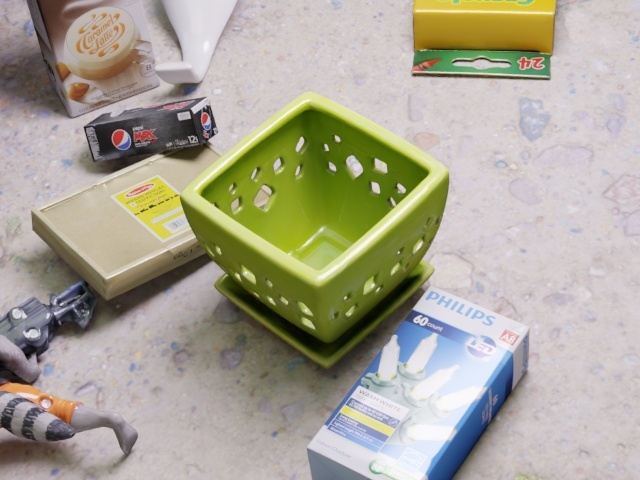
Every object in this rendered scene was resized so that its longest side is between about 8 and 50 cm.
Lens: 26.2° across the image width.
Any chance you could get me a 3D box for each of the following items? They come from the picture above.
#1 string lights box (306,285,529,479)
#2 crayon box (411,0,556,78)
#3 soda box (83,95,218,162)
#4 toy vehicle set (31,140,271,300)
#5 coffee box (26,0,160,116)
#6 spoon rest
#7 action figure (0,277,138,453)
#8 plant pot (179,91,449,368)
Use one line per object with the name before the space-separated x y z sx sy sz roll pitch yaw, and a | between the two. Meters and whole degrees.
string lights box | 0.112 0.181 1.517 0.133 0.076 0.259 22 54 26
crayon box | 0.242 -0.369 1.994 0.202 0.081 0.318 2 49 8
soda box | -0.225 -0.147 1.823 0.169 0.053 0.060 -6 20 23
toy vehicle set | -0.207 -0.034 1.740 0.267 0.035 0.166 -27 49 -31
coffee box | -0.320 -0.307 1.889 0.141 0.246 0.098 -23 50 -14
spoon rest | -0.182 -0.331 1.988 0.137 0.084 0.276 0 58 14
action figure | -0.360 0.141 1.547 0.330 0.178 0.341 35 61 21
plant pot | 0.000 0.000 1.605 0.227 0.207 0.228 33 59 30
